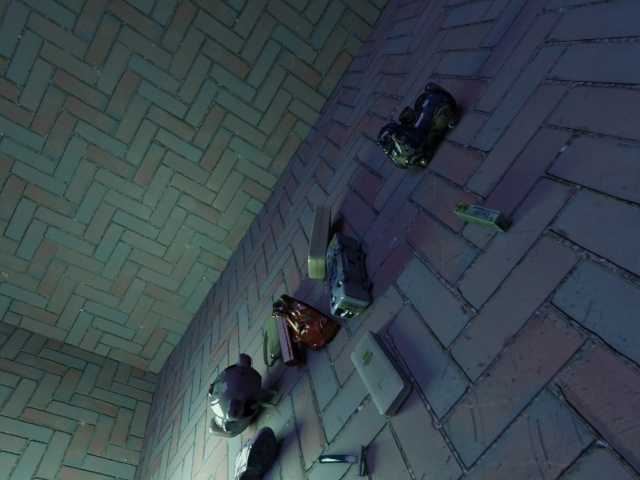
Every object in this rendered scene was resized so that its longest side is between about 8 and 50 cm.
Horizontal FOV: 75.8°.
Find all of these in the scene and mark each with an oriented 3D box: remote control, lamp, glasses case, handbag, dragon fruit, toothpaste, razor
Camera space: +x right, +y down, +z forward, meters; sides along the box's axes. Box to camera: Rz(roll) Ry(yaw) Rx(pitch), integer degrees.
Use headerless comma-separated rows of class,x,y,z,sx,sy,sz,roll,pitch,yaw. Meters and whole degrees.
remote control,0.150,0.337,1.071,0.103,0.034,0.250,-58,23,8
lamp,-0.292,0.596,1.518,0.247,0.247,0.301,-83,8,-50
glasses case,0.000,0.000,1.680,0.131,0.070,0.313,89,-174,-46
glasses case,-0.124,0.345,1.501,0.049,0.075,0.218,-22,56,8
handbag,-0.179,0.387,1.687,0.219,0.079,0.256,-61,21,18
dragon fruit,-0.081,0.276,1.439,0.134,0.211,0.262,-56,16,-9
toothpaste,0.391,-0.060,1.006,0.034,0.046,0.164,-56,22,3
razor,0.042,0.555,1.042,0.191,0.037,0.068,-34,35,48

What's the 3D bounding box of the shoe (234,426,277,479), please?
shoe,-0.223,0.707,1.368,0.245,0.095,0.137,-64,24,10

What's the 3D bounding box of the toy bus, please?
toy bus,0.084,0.117,1.395,0.136,0.108,0.330,-59,20,31

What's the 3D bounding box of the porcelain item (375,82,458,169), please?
porcelain item,0.319,-0.383,1.368,0.288,0.186,0.138,-55,21,12
